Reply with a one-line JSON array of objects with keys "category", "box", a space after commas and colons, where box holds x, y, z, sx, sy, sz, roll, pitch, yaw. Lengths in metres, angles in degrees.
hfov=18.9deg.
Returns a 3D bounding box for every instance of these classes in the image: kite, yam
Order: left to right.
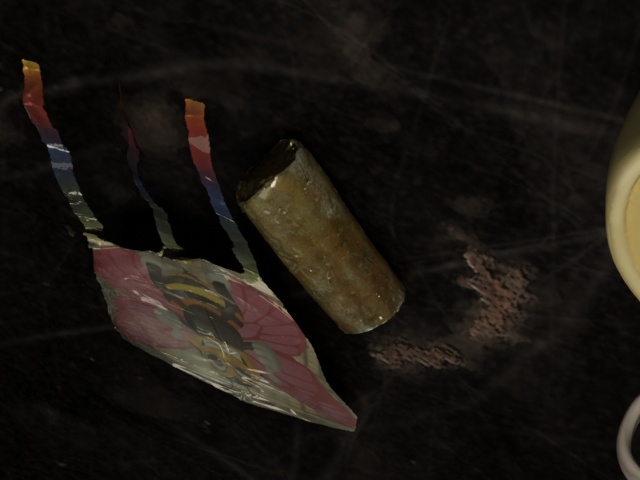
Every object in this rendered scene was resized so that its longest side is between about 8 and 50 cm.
[{"category": "kite", "box": [-0.091, 0.015, 1.207, 0.204, 0.022, 0.360, 18, 151, 26]}, {"category": "yam", "box": [0.000, 0.000, 1.161, 0.054, 0.054, 0.132, -10, 129, 40]}]

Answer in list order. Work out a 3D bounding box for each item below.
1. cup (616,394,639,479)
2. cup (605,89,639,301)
[{"category": "cup", "box": [0.246, 0.130, 1.088, 0.136, 0.133, 0.099, -10, 125, 40]}, {"category": "cup", "box": [0.252, -0.074, 0.786, 0.173, 0.202, 0.255, 42, 142, -18]}]
